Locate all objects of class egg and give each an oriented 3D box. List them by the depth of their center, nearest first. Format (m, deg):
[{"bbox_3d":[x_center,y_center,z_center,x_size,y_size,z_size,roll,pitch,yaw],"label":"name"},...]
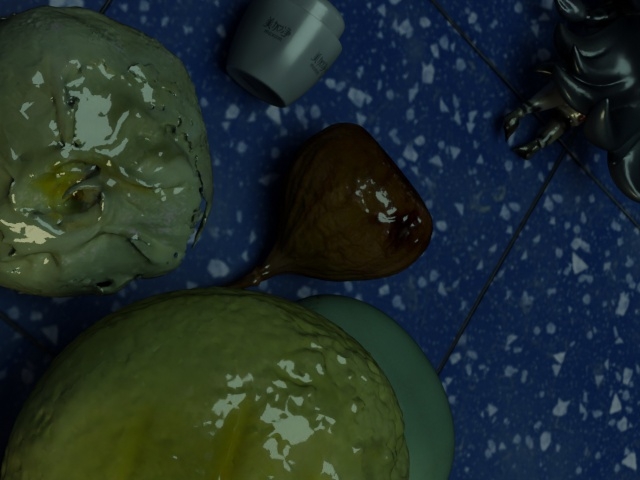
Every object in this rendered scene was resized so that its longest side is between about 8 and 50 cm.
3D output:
[{"bbox_3d":[0.028,0.154,1.414,0.168,0.168,0.231,-36,109,-29],"label":"egg"}]

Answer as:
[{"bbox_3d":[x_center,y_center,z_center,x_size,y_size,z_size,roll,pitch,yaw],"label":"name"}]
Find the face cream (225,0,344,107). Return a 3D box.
[{"bbox_3d":[-0.031,-0.172,1.399,0.091,0.091,0.095,39,78,-31],"label":"face cream"}]

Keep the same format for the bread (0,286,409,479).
[{"bbox_3d":[-0.090,0.188,1.233,0.237,0.320,0.320,-39,123,-75],"label":"bread"}]

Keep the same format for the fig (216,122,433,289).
[{"bbox_3d":[0.000,0.000,1.430,0.201,0.134,0.146,-45,89,-2],"label":"fig"}]

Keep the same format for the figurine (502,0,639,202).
[{"bbox_3d":[0.323,-0.173,1.616,0.265,0.197,0.175,-60,158,-20],"label":"figurine"}]

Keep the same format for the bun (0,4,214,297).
[{"bbox_3d":[-0.193,-0.055,1.226,0.239,0.141,0.239,-6,118,-10],"label":"bun"}]
